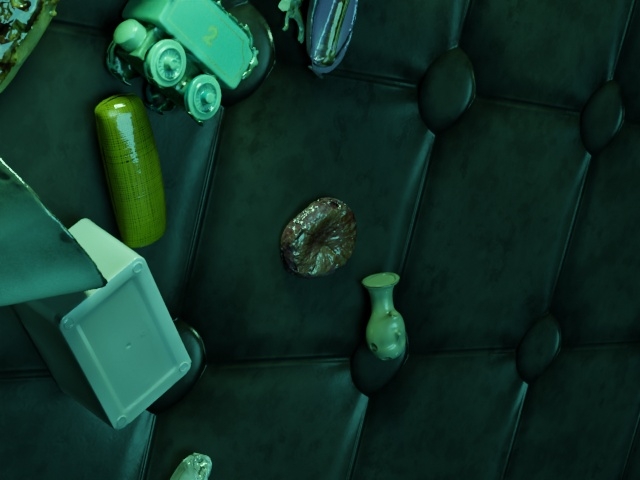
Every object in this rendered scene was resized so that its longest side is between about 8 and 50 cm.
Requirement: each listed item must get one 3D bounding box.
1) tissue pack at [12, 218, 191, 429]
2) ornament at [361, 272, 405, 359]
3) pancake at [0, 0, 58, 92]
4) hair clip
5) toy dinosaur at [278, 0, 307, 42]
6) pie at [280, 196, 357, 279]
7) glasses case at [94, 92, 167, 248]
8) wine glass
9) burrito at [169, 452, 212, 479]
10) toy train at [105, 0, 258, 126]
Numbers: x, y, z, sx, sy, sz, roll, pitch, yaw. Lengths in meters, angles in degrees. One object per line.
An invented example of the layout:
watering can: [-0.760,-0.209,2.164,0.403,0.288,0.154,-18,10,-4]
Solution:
tissue pack: [-0.308,0.121,1.888,0.159,0.136,0.246,-41,137,-24]
ornament: [0.115,0.140,2.381,0.074,0.081,0.156,-20,116,-33]
pancake: [-0.439,-0.309,1.667,0.244,0.057,0.266,1,103,-36]
hair clip: [0.048,-0.426,2.080,0.095,0.110,0.359,23,100,-4]
toy dinosaur: [-0.038,-0.394,2.028,0.106,0.044,0.187,-13,104,-56]
pie: [0.000,0.000,2.232,0.153,0.038,0.154,-19,121,-36]
glasses case: [-0.266,-0.098,1.907,0.079,0.064,0.234,-25,124,-27]
wine glass: [-0.500,0.093,1.635,0.406,0.267,0.267,-44,133,-15]
burrito: [-0.237,0.437,2.173,0.064,0.064,0.203,31,85,-47]
toy train: [-0.196,-0.266,1.874,0.203,0.112,0.163,42,71,-47]
